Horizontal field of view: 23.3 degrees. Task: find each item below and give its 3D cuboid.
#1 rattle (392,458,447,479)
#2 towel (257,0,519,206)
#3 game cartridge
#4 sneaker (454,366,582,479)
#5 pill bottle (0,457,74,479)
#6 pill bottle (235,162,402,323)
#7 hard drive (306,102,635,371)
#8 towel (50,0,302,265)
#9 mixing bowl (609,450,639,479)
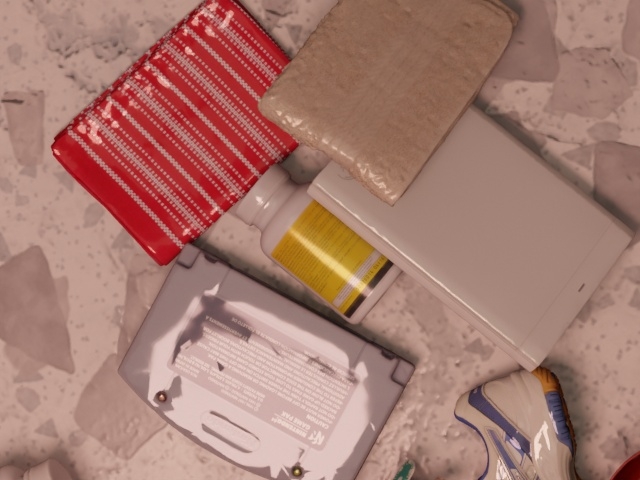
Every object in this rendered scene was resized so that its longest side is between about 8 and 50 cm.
[{"bbox_3d":[0.041,0.331,1.674,0.200,0.143,0.130,-42,63,30],"label":"rattle"},{"bbox_3d":[0.077,-0.189,1.681,0.187,0.049,0.282,35,66,4],"label":"towel"},{"bbox_3d":[-0.067,0.155,1.743,0.294,0.060,0.196,29,89,3],"label":"game cartridge"},{"bbox_3d":[0.231,0.292,1.702,0.131,0.112,0.296,-16,80,10],"label":"sneaker"},{"bbox_3d":[-0.372,0.327,1.723,0.215,0.117,0.117,-29,88,4],"label":"pill bottle"},{"bbox_3d":[0.000,0.000,1.710,0.184,0.103,0.103,39,94,3],"label":"pill bottle"},{"bbox_3d":[0.166,-0.030,1.688,0.307,0.040,0.203,39,65,3],"label":"hard drive"},{"bbox_3d":[-0.147,-0.128,1.759,0.275,0.031,0.199,-42,88,4],"label":"towel"},{"bbox_3d":[0.386,0.299,1.685,0.182,0.098,0.181,0,91,4],"label":"mixing bowl"}]
